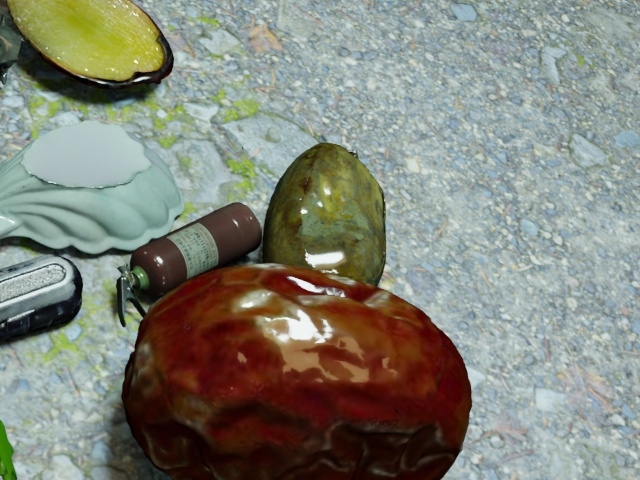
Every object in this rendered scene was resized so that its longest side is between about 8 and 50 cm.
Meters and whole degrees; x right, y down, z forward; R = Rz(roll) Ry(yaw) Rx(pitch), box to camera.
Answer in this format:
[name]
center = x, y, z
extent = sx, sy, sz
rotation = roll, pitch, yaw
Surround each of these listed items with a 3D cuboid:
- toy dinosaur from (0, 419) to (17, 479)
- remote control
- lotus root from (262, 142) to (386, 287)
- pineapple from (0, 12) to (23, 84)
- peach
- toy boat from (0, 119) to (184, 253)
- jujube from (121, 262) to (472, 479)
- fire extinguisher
[toy dinosaur]
center = -0.416, 0.237, 1.424
extent = 0.177, 0.152, 0.194
rotation = -20, 63, -2
[remote control]
center = -0.397, 0.076, 1.592
extent = 0.266, 0.066, 0.090
rotation = -16, 54, -34
[lotus root]
center = 0.000, 0.000, 1.766
extent = 0.160, 0.152, 0.275
rotation = 32, 37, -23
[pineapple]
center = -0.504, -0.248, 1.822
extent = 0.237, 0.111, 0.119
rotation = -21, 90, -42
[peach]
center = -0.344, -0.289, 1.939
extent = 0.279, 0.068, 0.189
rotation = 35, 43, 3
[toy boat]
center = -0.302, -0.079, 1.752
extent = 0.290, 0.100, 0.199
rotation = -15, 57, -35
[jujube]
center = -0.027, 0.168, 1.535
extent = 0.377, 0.276, 0.276
rotation = 11, 47, -15
[fire extinguisher]
center = -0.172, 0.034, 1.731
extent = 0.231, 0.071, 0.099
rotation = -30, 94, -39
